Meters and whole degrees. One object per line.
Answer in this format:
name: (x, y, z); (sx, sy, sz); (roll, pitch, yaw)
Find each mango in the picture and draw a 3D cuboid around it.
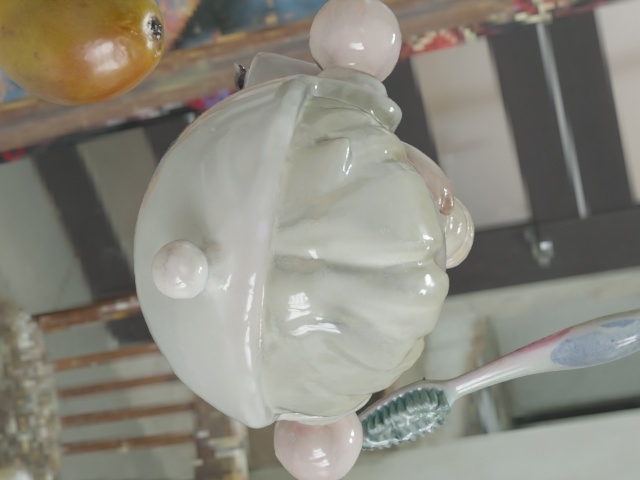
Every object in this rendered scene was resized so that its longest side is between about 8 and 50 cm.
mango: (-0.259, -0.208, 1.450); (0.113, 0.253, 0.138); (-15, 127, -62)

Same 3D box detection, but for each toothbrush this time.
toothbrush: (0.136, 0.034, 0.649); (0.027, 0.269, 0.021); (-94, 159, -63)

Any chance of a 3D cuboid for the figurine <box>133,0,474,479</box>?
figurine: (-0.007, -0.008, 0.631); (0.182, 0.144, 0.256); (-58, 179, 3)
